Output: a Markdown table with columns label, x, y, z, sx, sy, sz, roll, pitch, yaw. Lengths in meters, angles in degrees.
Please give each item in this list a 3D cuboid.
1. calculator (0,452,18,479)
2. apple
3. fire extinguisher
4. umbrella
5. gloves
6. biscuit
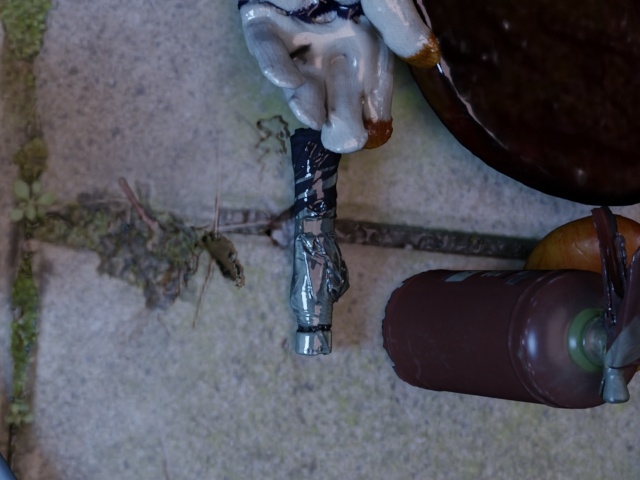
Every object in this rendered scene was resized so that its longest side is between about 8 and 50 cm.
| label | x | y | z | sx | sy | sz | roll | pitch | yaw |
| --- | --- | --- | --- | --- | --- | --- | --- | --- | --- |
| calculator | -0.300 | 0.172 | 1.268 | 0.121 | 0.039 | 0.210 | -34 | 102 | -18 |
| apple | 0.237 | 0.045 | 1.446 | 0.147 | 0.146 | 0.146 | 1 | 88 | -23 |
| fire extinguisher | 0.161 | 0.052 | 1.305 | 0.107 | 0.337 | 0.147 | -8 | 91 | -24 |
| umbrella | 0.000 | 0.000 | 1.394 | 0.050 | 0.046 | 0.188 | 0 | 89 | -3 |
| gloves | 0.003 | -0.179 | 1.361 | 0.140 | 0.131 | 0.218 | -24 | 116 | -8 |
| biscuit | 0.236 | -0.232 | 1.480 | 0.407 | 0.091 | 0.407 | 1 | 87 | -25 |
